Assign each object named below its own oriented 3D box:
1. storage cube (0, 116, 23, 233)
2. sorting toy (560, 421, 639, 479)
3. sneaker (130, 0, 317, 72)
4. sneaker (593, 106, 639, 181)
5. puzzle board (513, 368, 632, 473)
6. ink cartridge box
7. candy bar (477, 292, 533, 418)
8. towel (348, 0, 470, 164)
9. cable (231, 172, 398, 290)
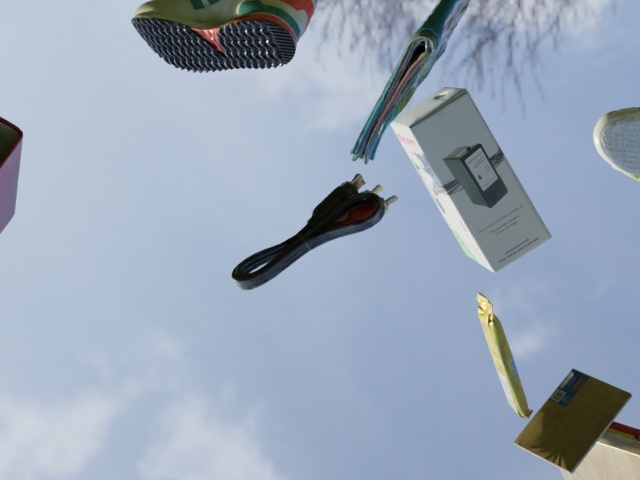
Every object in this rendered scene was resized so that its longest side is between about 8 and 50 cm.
[{"bbox_3d":[-0.470,-0.055,1.403,0.183,0.193,0.215,29,-123,0],"label":"storage cube"},{"bbox_3d":[0.452,0.351,1.642,0.089,0.257,0.255,-33,-161,-22],"label":"sorting toy"},{"bbox_3d":[-0.068,-0.171,0.913,0.161,0.057,0.075,7,-124,39],"label":"sneaker"},{"bbox_3d":[0.415,-0.124,1.455,0.240,0.091,0.126,11,-155,-19],"label":"sneaker"},{"bbox_3d":[0.314,0.223,1.516,0.128,0.011,0.096,-47,-143,-17],"label":"puzzle board"},{"bbox_3d":[0.237,-0.102,1.971,0.114,0.273,0.198,-32,-170,-1],"label":"ink cartridge box"},{"bbox_3d":[0.202,0.130,1.348,0.018,0.162,0.040,-27,-154,-8],"label":"candy bar"},{"bbox_3d":[0.174,-0.304,1.869,0.040,0.271,0.370,32,-134,3],"label":"towel"},{"bbox_3d":[0.000,0.000,1.901,0.287,0.072,0.139,-43,-140,-12],"label":"cable"}]
